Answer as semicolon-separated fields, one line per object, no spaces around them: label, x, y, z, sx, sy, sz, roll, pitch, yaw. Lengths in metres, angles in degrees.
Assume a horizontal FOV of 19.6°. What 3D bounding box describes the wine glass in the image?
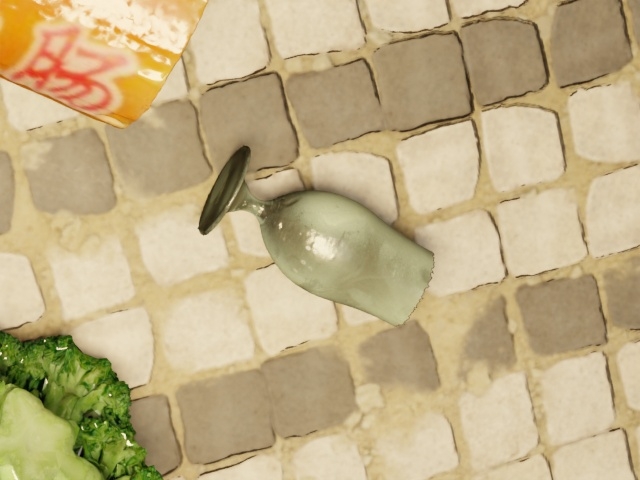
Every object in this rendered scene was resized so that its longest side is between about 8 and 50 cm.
wine glass;0.000;0.000;1.642;0.202;0.093;0.093;29;90;-16

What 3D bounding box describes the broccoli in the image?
broccoli;-0.280;0.176;1.527;0.294;0.245;0.265;4;78;-38

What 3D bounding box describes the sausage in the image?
sausage;-0.241;-0.243;1.476;0.287;0.233;0.233;26;91;-16
